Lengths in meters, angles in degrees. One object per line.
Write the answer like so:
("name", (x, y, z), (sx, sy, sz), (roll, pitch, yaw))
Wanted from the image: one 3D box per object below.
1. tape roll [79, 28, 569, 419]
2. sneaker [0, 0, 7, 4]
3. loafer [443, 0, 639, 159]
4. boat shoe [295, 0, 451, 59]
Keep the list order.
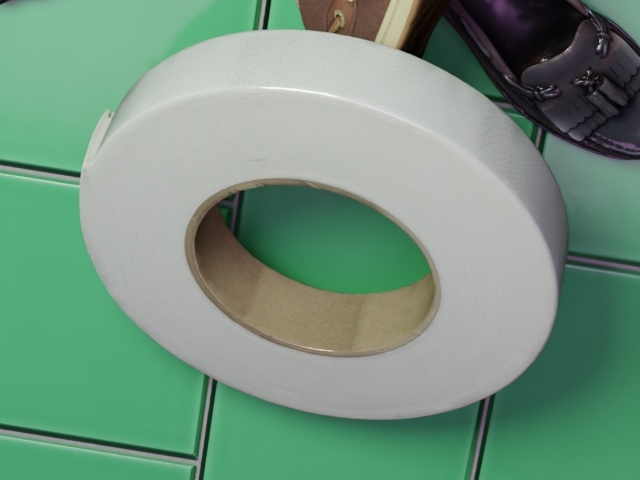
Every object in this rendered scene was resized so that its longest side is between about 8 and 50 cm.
("tape roll", (0.000, 0.000, 1.278), (0.392, 0.072, 0.392), (10, 139, 9))
("sneaker", (-0.274, -0.263, 1.312), (0.084, 0.058, 0.152), (-19, 126, 6))
("loafer", (0.172, -0.167, 1.307), (0.302, 0.095, 0.109), (42, 102, -9))
("boat shoe", (0.030, -0.190, 1.235), (0.123, 0.123, 0.342), (34, 149, 5))
